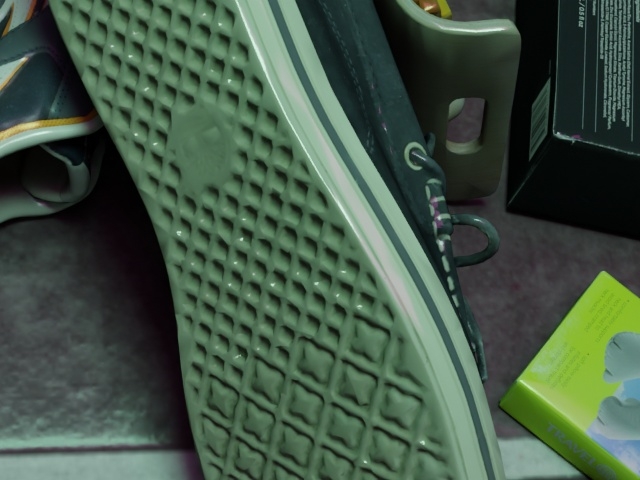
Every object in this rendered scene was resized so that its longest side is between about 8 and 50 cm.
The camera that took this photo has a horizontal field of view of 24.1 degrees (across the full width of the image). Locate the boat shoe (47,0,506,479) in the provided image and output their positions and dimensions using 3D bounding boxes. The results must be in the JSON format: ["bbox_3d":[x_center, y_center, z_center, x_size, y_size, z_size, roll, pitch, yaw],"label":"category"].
[{"bbox_3d":[0.000,0.000,0.830,0.156,0.187,0.500,-20,89,-54],"label":"boat shoe"}]

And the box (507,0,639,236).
[{"bbox_3d":[0.235,-0.136,1.046,0.184,0.103,0.261,11,60,-7],"label":"box"}]

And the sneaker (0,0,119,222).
[{"bbox_3d":[-0.158,-0.105,0.917,0.127,0.126,0.321,35,67,9],"label":"sneaker"}]

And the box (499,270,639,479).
[{"bbox_3d":[0.214,0.115,0.942,0.178,0.042,0.109,38,61,8],"label":"box"}]

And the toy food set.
[{"bbox_3d":[0.044,-0.197,0.951,0.092,0.220,0.306,-22,69,-6],"label":"toy food set"}]
